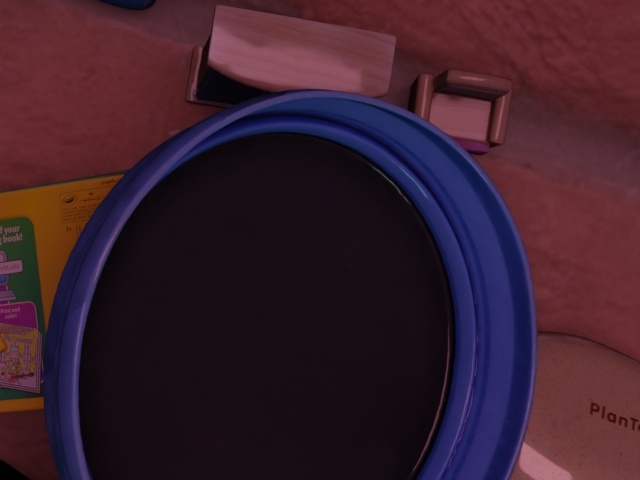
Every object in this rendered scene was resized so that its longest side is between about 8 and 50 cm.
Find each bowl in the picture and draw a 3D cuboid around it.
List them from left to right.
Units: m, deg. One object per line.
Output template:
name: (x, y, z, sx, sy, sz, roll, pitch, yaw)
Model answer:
bowl: (-0.017, 0.088, 1.314, 0.391, 0.077, 0.391, -4, 98, -34)

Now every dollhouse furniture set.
dollhouse furniture set: (0.000, 0.000, 1.448, 0.286, 0.198, 0.303, 9, 86, -8)

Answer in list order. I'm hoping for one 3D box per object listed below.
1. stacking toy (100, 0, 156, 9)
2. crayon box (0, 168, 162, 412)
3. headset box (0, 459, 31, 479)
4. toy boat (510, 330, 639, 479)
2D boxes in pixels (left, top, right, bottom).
stacking toy: (-0.162, -0.352, 1.479, 0.166, 0.175, 0.302, 19, 73, -10)
crayon box: (-0.225, 0.045, 1.396, 0.278, 0.081, 0.165, -7, 89, 28)
headset box: (-0.186, 0.290, 1.379, 0.283, 0.246, 0.131, 38, 83, -6)
toy boat: (0.186, 0.226, 1.476, 0.267, 0.148, 0.318, 26, 53, -7)
